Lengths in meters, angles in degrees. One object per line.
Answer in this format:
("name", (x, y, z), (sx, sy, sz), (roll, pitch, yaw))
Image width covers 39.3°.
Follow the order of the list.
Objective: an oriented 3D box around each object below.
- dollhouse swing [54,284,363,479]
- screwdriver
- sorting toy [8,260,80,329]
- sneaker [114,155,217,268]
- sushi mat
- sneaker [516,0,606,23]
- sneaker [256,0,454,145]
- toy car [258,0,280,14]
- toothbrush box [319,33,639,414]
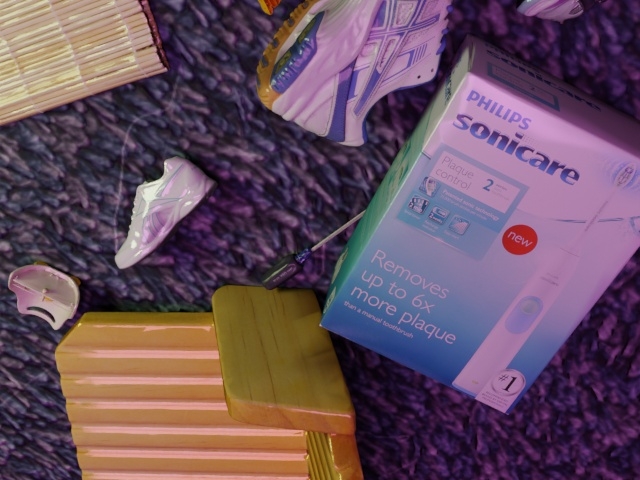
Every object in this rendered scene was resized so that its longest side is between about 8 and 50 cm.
("dollhouse swing", (-0.129, 0.262, 0.984), (0.305, 0.315, 0.346), (-7, 118, -8))
("screwdriver", (0.000, 0.000, 0.963), (0.170, 0.024, 0.025), (-41, 75, 20))
("sorting toy", (-0.323, 0.071, 1.051), (0.083, 0.045, 0.075), (27, 127, -4))
("sneaker", (-0.177, -0.030, 0.965), (0.061, 0.053, 0.152), (44, 111, -3))
("sushi mat", (-0.317, -0.199, 0.917), (0.317, 0.019, 0.151), (-14, 113, 18))
("sneaker", (0.220, -0.223, 0.775), (0.069, 0.038, 0.098), (18, 158, -8))
("sneaker", (0.073, -0.211, 0.800), (0.131, 0.112, 0.296), (30, 122, -25))
("toy car", (-0.079, -0.271, 0.832), (0.040, 0.060, 0.122), (-49, 126, -15))
("toothbrush box", (0.162, -0.010, 0.859), (0.216, 0.126, 0.295), (27, 118, -6))
